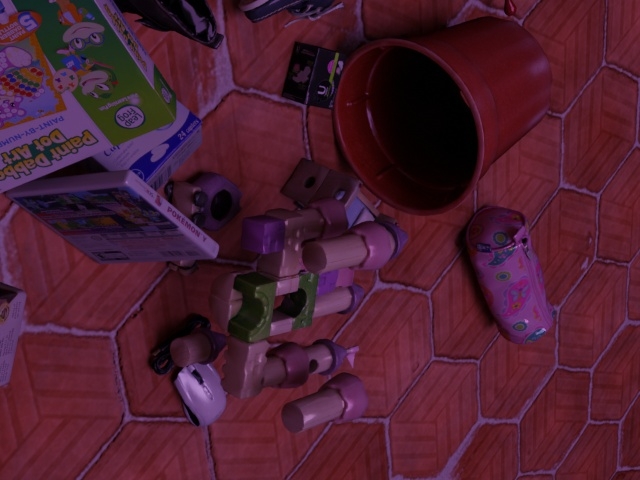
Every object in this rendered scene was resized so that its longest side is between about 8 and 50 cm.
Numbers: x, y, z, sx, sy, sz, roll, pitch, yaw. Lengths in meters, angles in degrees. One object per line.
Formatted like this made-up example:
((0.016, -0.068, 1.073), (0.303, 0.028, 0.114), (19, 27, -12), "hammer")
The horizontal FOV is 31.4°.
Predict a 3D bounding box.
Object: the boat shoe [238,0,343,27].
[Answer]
((-0.008, -0.349, 1.575), (0.254, 0.095, 0.079), (-40, 121, -38), "boat shoe")

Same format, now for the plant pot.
((0.204, -0.213, 1.742), (0.265, 0.272, 0.273), (-32, 129, -42), "plant pot")

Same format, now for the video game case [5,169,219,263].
((-0.254, -0.025, 1.398), (0.183, 0.201, 0.023), (44, 53, -46), "video game case")

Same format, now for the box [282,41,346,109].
((-0.009, -0.239, 1.650), (0.062, 0.052, 0.083), (3, 107, -46), "box")

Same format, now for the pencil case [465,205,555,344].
((0.354, 0.066, 2.106), (0.124, 0.124, 0.284), (-44, 135, -22), "pencil case")

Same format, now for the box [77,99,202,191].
((-0.235, -0.131, 1.400), (0.126, 0.137, 0.072), (-49, 173, -18), "box")

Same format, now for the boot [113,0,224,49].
((-0.239, -0.315, 1.250), (0.263, 0.229, 0.091), (39, 80, -47), "boot")

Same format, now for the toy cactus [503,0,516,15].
((0.344, -0.494, 1.866), (0.219, 0.112, 0.180), (-46, 125, -8), "toy cactus")

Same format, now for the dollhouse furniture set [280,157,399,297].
((0.000, 0.000, 1.710), (0.184, 0.129, 0.129), (-57, 137, -9), "dollhouse furniture set")

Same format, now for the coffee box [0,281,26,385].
((-0.467, 0.102, 1.178), (0.297, 0.168, 0.119), (-17, 123, -69), "coffee box")

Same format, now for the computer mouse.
((-0.179, 0.208, 1.690), (0.106, 0.042, 0.193), (-42, 133, -25), "computer mouse")

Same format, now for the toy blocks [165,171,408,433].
((-0.029, 0.068, 1.596), (0.260, 0.308, 0.289), (-13, 116, -49), "toy blocks")

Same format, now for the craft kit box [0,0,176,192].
((-0.324, -0.186, 1.250), (0.249, 0.061, 0.247), (-21, 136, 12), "craft kit box")
